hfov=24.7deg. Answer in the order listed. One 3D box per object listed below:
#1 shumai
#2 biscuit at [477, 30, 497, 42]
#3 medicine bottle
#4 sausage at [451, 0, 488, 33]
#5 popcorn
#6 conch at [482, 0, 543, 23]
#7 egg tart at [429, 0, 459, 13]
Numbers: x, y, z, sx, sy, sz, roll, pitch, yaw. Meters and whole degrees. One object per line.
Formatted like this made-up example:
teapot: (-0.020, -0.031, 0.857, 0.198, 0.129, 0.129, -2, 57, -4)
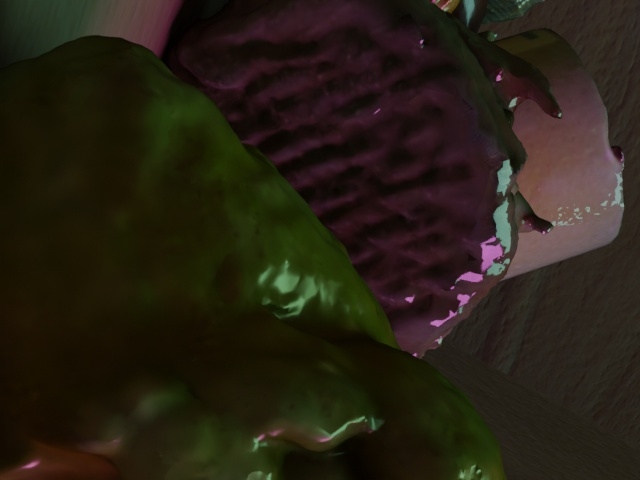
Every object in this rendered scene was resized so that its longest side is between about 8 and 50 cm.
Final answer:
shumai: (0.022, -0.054, 1.030, 0.314, 0.267, 0.262, -43, 178, 27)
biscuit: (0.091, -0.159, 1.700, 0.250, 0.032, 0.133, -16, -130, 36)
medicine bottle: (0.067, -0.045, 1.445, 0.406, 0.235, 0.236, -17, 166, -9)
sausage: (0.080, -0.208, 1.584, 0.279, 0.152, 0.152, -62, 176, 15)
popcorn: (-0.081, 0.099, 0.694, 0.293, 0.292, 0.334, -65, -176, -36)
conch: (0.150, -0.313, 1.702, 0.245, 0.163, 0.178, -32, -155, -2)
egg tart: (0.094, -0.275, 1.325, 0.295, 0.116, 0.295, -51, -173, 9)
